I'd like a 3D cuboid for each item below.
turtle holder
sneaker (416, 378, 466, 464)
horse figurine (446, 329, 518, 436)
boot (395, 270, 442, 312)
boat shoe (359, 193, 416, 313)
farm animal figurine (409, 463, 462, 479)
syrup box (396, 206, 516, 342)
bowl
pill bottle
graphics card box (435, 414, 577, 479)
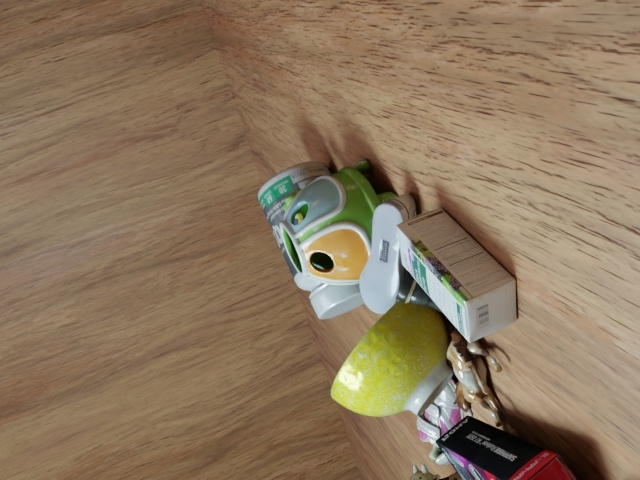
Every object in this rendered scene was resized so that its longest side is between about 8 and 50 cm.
[{"bbox_3d":[0.026,-0.046,1.689,0.243,0.227,0.320,85,159,-58],"label":"turtle holder"},{"bbox_3d":[0.262,0.388,1.701,0.103,0.111,0.252,-160,49,-75],"label":"sneaker"},{"bbox_3d":[0.286,0.253,1.451,0.174,0.066,0.263,50,165,57],"label":"horse figurine"},{"bbox_3d":[0.222,0.094,1.455,0.198,0.137,0.076,-47,-22,-65],"label":"boot"},{"bbox_3d":[0.145,0.029,1.535,0.095,0.084,0.258,31,129,26],"label":"boat shoe"},{"bbox_3d":[0.277,0.573,1.713,0.327,0.330,0.172,13,-112,-59],"label":"farm animal figurine"},{"bbox_3d":[0.222,0.051,1.299,0.237,0.096,0.093,-128,20,-50],"label":"syrup box"},{"bbox_3d":[0.172,0.259,1.572,0.156,0.289,0.289,40,158,21],"label":"bowl"},{"bbox_3d":[0.000,0.000,1.963,0.204,0.204,0.361,102,144,-71],"label":"pill bottle"},{"bbox_3d":[0.350,0.440,1.331,0.232,0.094,0.371,54,170,-5],"label":"graphics card box"}]
